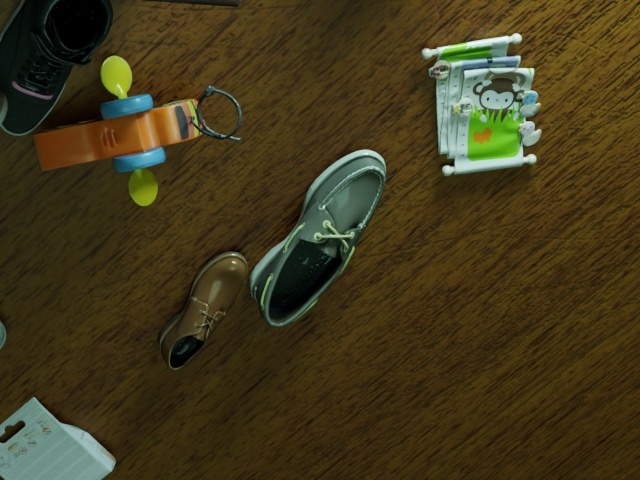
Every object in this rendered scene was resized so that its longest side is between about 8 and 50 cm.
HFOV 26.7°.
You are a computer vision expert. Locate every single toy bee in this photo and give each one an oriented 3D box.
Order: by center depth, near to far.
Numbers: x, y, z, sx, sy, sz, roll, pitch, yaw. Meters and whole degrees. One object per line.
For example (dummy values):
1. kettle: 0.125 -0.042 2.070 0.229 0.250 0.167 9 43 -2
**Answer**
1. toy bee: -0.228 -0.143 1.836 0.298 0.162 0.195 13 106 14

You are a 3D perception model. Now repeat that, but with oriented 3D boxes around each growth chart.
1. growth chart: 0.242 -0.197 1.982 0.172 0.021 0.237 -15 125 -5

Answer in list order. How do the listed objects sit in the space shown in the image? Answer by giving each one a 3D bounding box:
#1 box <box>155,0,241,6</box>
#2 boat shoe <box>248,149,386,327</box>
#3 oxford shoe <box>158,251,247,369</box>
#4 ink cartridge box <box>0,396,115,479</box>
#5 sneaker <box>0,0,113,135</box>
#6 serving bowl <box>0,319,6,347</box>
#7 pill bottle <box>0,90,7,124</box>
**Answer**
1. box: -0.265 -0.377 1.552 0.381 0.191 0.143 -2 127 -42
2. boat shoe: 0.004 0.002 2.008 0.109 0.091 0.305 27 113 -27
3. oxford shoe: -0.172 0.112 2.049 0.076 0.076 0.212 24 112 -24
4. ink cartridge box: -0.444 0.345 2.166 0.145 0.045 0.179 -39 104 13
5. sneaker: -0.353 -0.239 1.734 0.104 0.147 0.296 17 118 -25
6. serving bowl: -0.511 0.134 2.008 0.083 0.027 0.083 -6 123 -9
7. pill bottle: -0.485 -0.199 1.708 0.094 0.094 0.169 -35 135 10
